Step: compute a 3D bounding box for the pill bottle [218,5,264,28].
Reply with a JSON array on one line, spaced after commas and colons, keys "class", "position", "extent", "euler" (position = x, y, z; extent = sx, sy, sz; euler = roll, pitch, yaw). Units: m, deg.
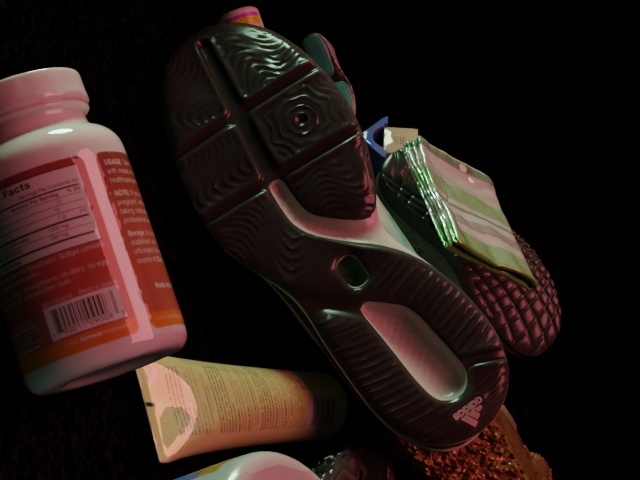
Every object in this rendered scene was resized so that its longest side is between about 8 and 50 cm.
[{"class": "pill bottle", "position": [-0.070, -0.188, 1.593], "extent": [0.043, 0.043, 0.083], "euler": [-5, 74, -63]}]

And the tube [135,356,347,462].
[{"class": "tube", "position": [-0.068, 0.137, 1.330], "extent": [0.070, 0.062, 0.240], "euler": [30, 13, 32]}]

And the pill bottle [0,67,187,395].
[{"class": "pill bottle", "position": [-0.183, -0.007, 1.142], "extent": [0.121, 0.121, 0.216], "euler": [-4, 73, -63]}]

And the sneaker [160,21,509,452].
[{"class": "sneaker", "position": [-0.001, 0.020, 1.492], "extent": [0.447, 0.169, 0.257], "euler": [56, -9, 14]}]

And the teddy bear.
[{"class": "teddy bear", "position": [0.151, 0.221, 1.646], "extent": [0.338, 0.113, 0.245], "euler": [63, 18, 9]}]

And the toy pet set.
[{"class": "toy pet set", "position": [0.073, -0.071, 1.784], "extent": [0.114, 0.065, 0.122], "euler": [92, 2, -52]}]

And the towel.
[{"class": "towel", "position": [0.138, -0.027, 1.447], "extent": [0.113, 0.023, 0.152], "euler": [24, 29, -32]}]

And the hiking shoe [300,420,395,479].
[{"class": "hiking shoe", "position": [0.023, 0.236, 1.382], "extent": [0.114, 0.086, 0.227], "euler": [63, 25, -1]}]

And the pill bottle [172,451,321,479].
[{"class": "pill bottle", "position": [-0.118, 0.227, 0.904], "extent": [0.152, 0.272, 0.152], "euler": [42, 36, -41]}]

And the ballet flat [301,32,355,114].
[{"class": "ballet flat", "position": [0.013, -0.172, 1.749], "extent": [0.041, 0.041, 0.114], "euler": [-12, 81, -64]}]

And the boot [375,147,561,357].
[{"class": "boot", "position": [0.128, 0.027, 1.577], "extent": [0.083, 0.161, 0.246], "euler": [-35, 79, -23]}]
